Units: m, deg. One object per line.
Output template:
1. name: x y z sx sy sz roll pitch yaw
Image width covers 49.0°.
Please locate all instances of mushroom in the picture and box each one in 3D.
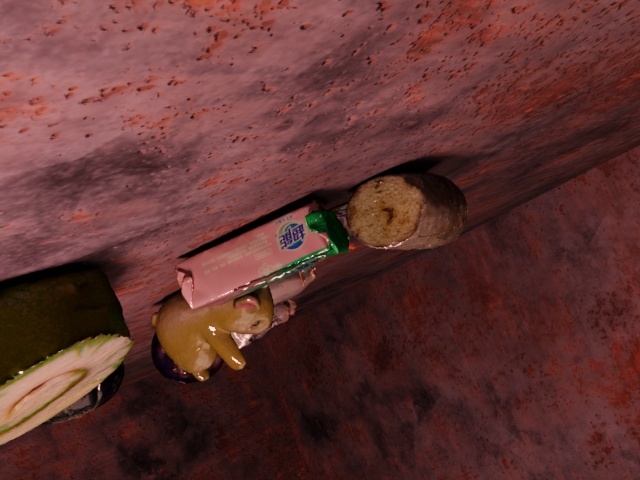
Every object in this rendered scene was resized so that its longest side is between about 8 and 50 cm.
1. mushroom: -0.156 0.139 1.730 0.351 0.097 0.109 -21 172 -31

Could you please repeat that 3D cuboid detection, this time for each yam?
1. yam: 0.165 -0.052 1.244 0.154 0.154 0.254 -28 167 28

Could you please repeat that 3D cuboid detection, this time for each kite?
1. kite: 0.000 0.000 1.332 0.189 0.009 0.232 14 125 -40

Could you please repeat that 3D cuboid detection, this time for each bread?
1. bread: -0.439 0.177 0.927 0.366 0.129 0.382 -37 169 10

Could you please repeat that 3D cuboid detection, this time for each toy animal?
1. toy animal: -0.170 0.147 1.420 0.363 0.180 0.181 -22 -147 30

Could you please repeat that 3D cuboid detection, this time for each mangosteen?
1. mangosteen: -0.332 0.265 1.810 0.194 0.194 0.230 -25 -164 8

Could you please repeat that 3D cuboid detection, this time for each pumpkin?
1. pumpkin: -0.512 0.282 1.430 0.220 0.161 0.220 -18 174 -2

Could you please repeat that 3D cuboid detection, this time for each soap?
1. soap: -0.094 0.026 1.180 0.273 0.098 0.218 -23 178 12

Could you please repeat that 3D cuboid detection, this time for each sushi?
1. sushi: -0.216 0.244 2.123 0.332 0.124 0.130 -32 179 40

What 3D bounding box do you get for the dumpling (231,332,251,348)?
1. dumpling: -0.263 0.255 2.014 0.169 0.134 0.100 -19 170 5
